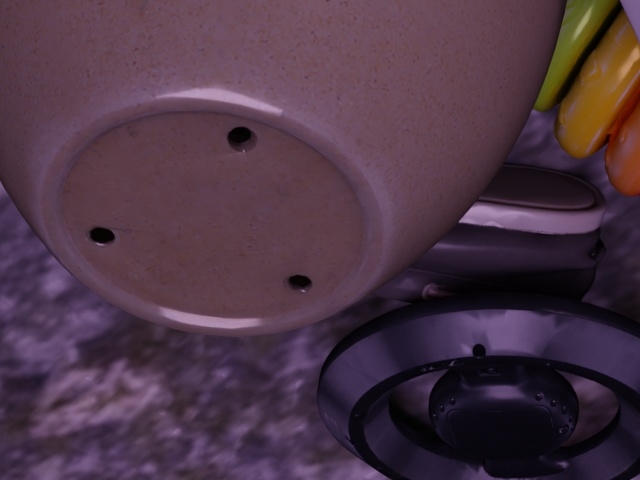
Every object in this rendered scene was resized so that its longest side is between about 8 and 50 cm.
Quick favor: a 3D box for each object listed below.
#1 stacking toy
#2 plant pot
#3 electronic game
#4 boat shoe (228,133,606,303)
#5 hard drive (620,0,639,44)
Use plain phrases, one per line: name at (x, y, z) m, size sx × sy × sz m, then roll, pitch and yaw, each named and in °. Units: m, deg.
stacking toy at (0.147, -0.115, 0.678) m, size 0.302 × 0.175 × 0.166 m, roll 36°, pitch 70°, yaw 11°
plant pot at (-0.034, -0.074, 0.535) m, size 0.284 × 0.191 × 0.284 m, roll 3°, pitch 137°, yaw 3°
electronic game at (0.112, 0.102, 0.785) m, size 0.229 × 0.048 × 0.229 m, roll 4°, pitch 143°, yaw 3°
boat shoe at (0.000, 0.000, 0.753) m, size 0.335 × 0.112 × 0.095 m, roll 6°, pitch 111°, yaw -2°
hard drive at (0.167, -0.235, 0.533) m, size 0.210 × 0.040 × 0.318 m, roll -32°, pitch 101°, yaw -22°
